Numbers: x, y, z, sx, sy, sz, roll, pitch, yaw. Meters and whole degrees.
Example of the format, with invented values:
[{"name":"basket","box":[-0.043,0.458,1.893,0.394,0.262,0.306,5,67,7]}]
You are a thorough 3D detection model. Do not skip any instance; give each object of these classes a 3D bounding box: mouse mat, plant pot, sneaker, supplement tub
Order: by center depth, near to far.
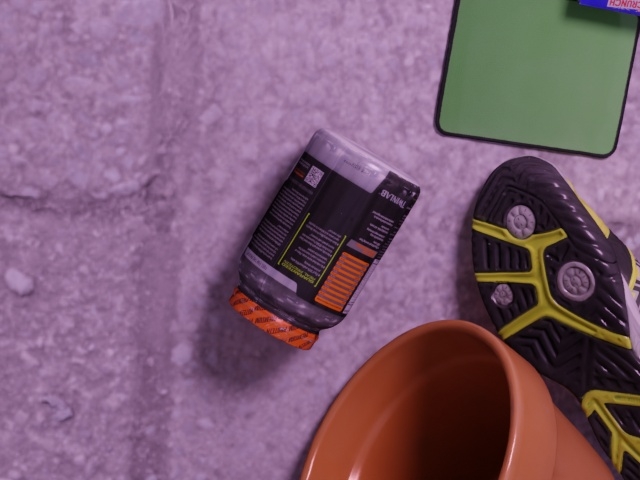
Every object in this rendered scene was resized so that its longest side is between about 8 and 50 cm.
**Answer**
[{"name":"supplement tub","box":[0.000,0.000,1.448,0.117,0.117,0.190,31,96,-14]},{"name":"plant pot","box":[0.143,0.249,1.455,0.203,0.291,0.291,33,95,-30]},{"name":"mouse mat","box":[0.213,-0.166,1.504,0.190,0.007,0.152,7,100,-12]},{"name":"sneaker","box":[0.283,0.084,1.513,0.145,0.147,0.384,-32,90,34]}]

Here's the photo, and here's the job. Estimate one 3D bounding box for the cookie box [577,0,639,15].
[{"name":"cookie box","box":[0.298,-0.271,1.460,0.092,0.040,0.107,9,122,-11]}]
